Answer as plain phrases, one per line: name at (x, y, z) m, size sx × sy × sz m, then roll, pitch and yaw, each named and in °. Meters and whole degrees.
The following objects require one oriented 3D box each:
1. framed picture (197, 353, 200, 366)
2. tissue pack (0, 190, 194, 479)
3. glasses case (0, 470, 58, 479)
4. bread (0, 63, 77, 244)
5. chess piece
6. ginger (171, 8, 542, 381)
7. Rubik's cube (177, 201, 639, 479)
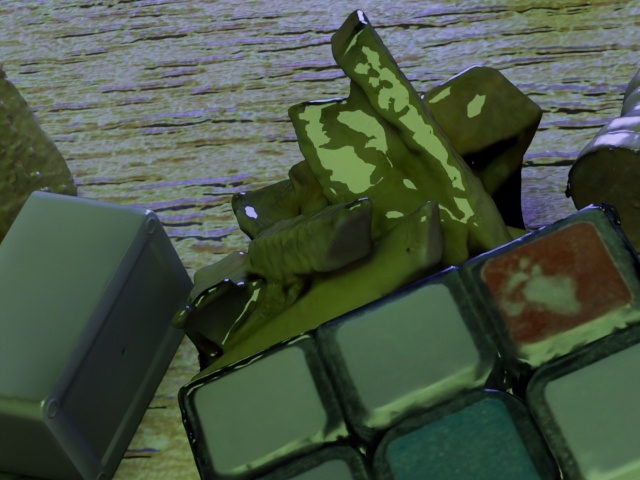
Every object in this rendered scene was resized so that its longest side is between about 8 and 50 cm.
framed picture at (0.042, 0.131, 1.617) m, size 0.293 × 0.018 × 0.231 m, roll -24°, pitch 46°, yaw 6°
tissue pack at (-0.240, 0.097, 1.678) m, size 0.136 × 0.159 × 0.246 m, roll 8°, pitch 54°, yaw 26°
glasses case at (-0.225, 0.270, 1.585) m, size 0.299 × 0.060 × 0.114 m, roll 5°, pitch 50°, yaw 26°
bread at (-0.425, -0.067, 1.842) m, size 0.198 × 0.236 × 0.263 m, roll 20°, pitch 60°, yaw 34°
chess piece at (0.346, -0.122, 1.673) m, size 0.137 × 0.137 × 0.301 m, roll 8°, pitch 43°, yaw 28°
ginger at (0.000, 0.000, 1.595) m, size 0.358 × 0.211 × 0.413 m, roll 7°, pitch 57°, yaw 33°
Rubik's cube at (0.144, 0.251, 1.250) m, size 0.359 × 0.363 × 0.362 m, roll -27°, pitch 44°, yaw 1°
